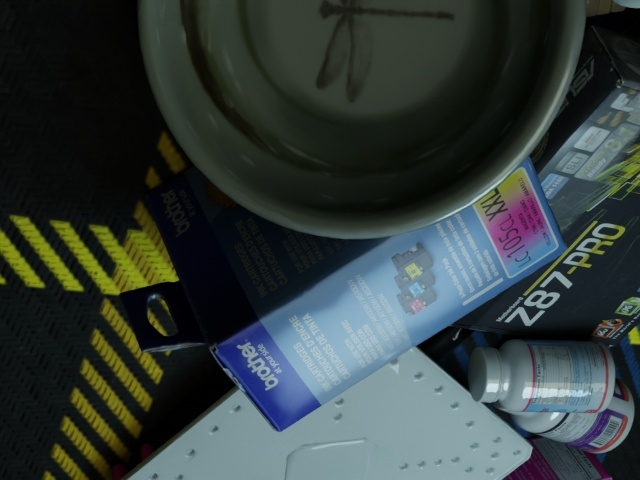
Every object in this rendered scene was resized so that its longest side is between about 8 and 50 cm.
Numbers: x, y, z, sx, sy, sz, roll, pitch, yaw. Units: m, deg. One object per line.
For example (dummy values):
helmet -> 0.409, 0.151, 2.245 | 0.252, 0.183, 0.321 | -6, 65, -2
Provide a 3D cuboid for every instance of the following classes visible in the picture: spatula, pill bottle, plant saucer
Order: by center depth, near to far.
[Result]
plant saucer -> 0.038, -0.204, 1.138 | 0.400, 0.400, 0.100 | -52, 169, 17
pill bottle -> 0.262, 0.161, 1.534 | 0.160, 0.087, 0.087 | 3, 123, -13
spatula -> 0.089, 0.194, 1.608 | 0.084, 0.030, 0.296 | 33, 107, -36
pill bottle -> 0.306, 0.203, 1.664 | 0.193, 0.108, 0.108 | 23, 112, -35

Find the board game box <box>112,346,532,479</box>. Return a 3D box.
board game box -> 0.005, 0.272, 1.581 | 0.390, 0.050, 0.390 | -40, 127, 13

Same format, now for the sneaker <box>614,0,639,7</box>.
sneaker -> 0.280, -0.346, 1.154 | 0.108, 0.292, 0.169 | -12, 130, 20

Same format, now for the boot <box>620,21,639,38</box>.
boot -> 0.349, -0.210, 1.358 | 0.198, 0.077, 0.137 | -46, 173, -1

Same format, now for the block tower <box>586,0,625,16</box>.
block tower -> 0.200, -0.272, 1.276 | 0.335, 0.097, 0.091 | -11, 127, -16

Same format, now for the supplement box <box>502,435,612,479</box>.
supplement box -> 0.270, 0.352, 1.755 | 0.220, 0.114, 0.111 | -10, 126, -17

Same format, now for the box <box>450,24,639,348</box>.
box -> 0.314, -0.041, 1.437 | 0.318, 0.097, 0.395 | 12, 135, -30

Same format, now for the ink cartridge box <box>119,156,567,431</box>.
ink cartridge box -> 0.000, 0.000, 1.267 | 0.395, 0.270, 0.151 | -33, 129, 1
